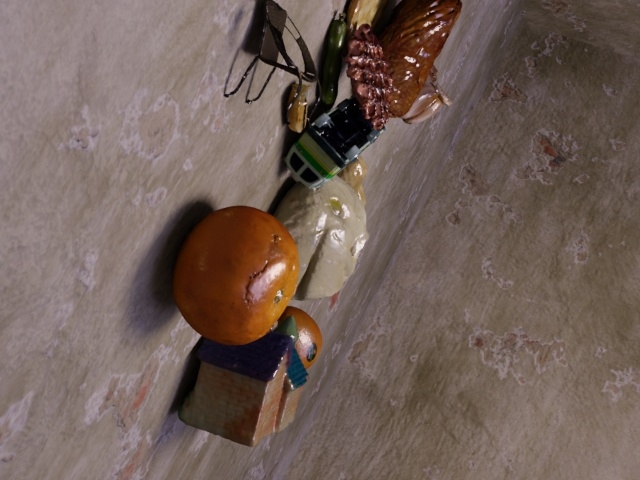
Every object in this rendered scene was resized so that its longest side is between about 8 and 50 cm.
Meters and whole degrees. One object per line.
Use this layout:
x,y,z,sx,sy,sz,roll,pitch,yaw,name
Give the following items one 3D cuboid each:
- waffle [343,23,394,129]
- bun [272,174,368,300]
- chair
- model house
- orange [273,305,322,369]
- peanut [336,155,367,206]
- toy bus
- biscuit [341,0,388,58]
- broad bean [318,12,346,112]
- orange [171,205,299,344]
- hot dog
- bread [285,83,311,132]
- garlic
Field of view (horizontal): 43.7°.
0.119,-0.399,1.929,0.234,0.055,0.221,56,37,-46,waffle
0.000,0.000,2.084,0.365,0.219,0.365,-56,158,-37,bun
-0.072,-0.338,1.516,0.174,0.149,0.213,-10,118,-70,chair
-0.168,0.314,1.977,0.312,0.245,0.280,-9,113,-73,model house
-0.093,0.278,2.224,0.206,0.206,0.206,-57,162,-30,orange
0.075,-0.144,2.296,0.111,0.125,0.274,-35,150,-28,peanut
0.035,-0.240,1.962,0.164,0.133,0.276,-42,-179,36,toy bus
0.113,-0.561,1.988,0.260,0.041,0.203,-53,156,-43,biscuit
0.028,-0.412,1.900,0.065,0.046,0.254,-68,170,-52,broad bean
-0.170,0.069,1.604,0.284,0.226,0.284,-54,155,-40,orange
0.231,-0.514,2.155,0.387,0.174,0.267,-63,178,40,hot dog
-0.051,-0.300,1.798,0.106,0.053,0.072,96,0,-53,bread
0.278,-0.470,2.444,0.160,0.191,0.214,25,46,-61,garlic
